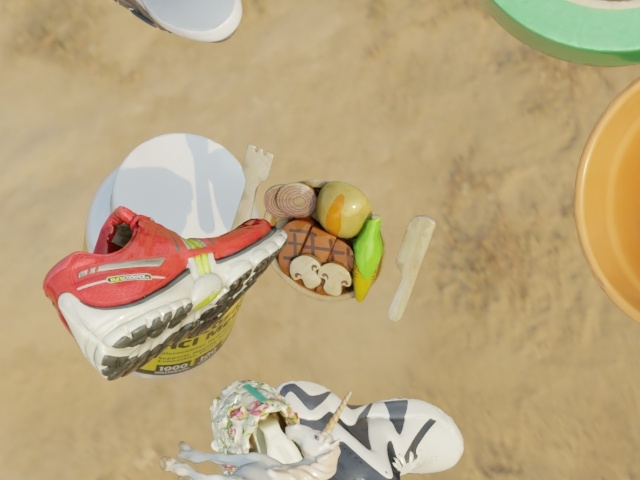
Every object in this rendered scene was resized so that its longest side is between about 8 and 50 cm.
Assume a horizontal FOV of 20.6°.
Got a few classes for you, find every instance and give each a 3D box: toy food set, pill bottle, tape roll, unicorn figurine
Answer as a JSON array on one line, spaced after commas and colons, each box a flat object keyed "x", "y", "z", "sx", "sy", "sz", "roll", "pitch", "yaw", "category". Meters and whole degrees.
[{"x": 0.000, "y": 0.000, "z": 1.627, "sx": 0.192, "sy": 0.132, "sz": 0.038, "roll": 23, "pitch": 30, "yaw": 13, "category": "toy food set"}, {"x": -0.166, "y": 0.017, "z": 1.915, "sx": 0.188, "sy": 0.334, "sz": 0.188, "roll": 4, "pitch": 68, "yaw": -9, "category": "pill bottle"}, {"x": 0.286, "y": -0.335, "z": 1.733, "sx": 0.321, "sy": 0.077, "sz": 0.321, "roll": -1, "pitch": 83, "yaw": 5, "category": "tape roll"}, {"x": -0.050, "y": 0.164, "z": 1.216, "sx": 0.111, "sy": 0.060, "sz": 0.162, "roll": 7, "pitch": 28, "yaw": 11, "category": "unicorn figurine"}]

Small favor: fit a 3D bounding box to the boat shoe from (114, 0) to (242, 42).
[{"x": -0.145, "y": -0.230, "z": 1.645, "sx": 0.228, "sy": 0.076, "sz": 0.080, "roll": 29, "pitch": 74, "yaw": 37, "category": "boat shoe"}]

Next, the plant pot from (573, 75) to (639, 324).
[{"x": 0.434, "y": -0.037, "z": 1.805, "sx": 0.291, "sy": 0.203, "sz": 0.291, "roll": -2, "pitch": 86, "yaw": 33, "category": "plant pot"}]

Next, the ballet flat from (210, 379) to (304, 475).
[{"x": -0.030, "y": 0.230, "z": 1.469, "sx": 0.091, "sy": 0.241, "sz": 0.077, "roll": -28, "pitch": 17, "yaw": -25, "category": "ballet flat"}]

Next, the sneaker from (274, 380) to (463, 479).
[{"x": 0.054, "y": 0.225, "z": 1.658, "sx": 0.094, "sy": 0.235, "sz": 0.153, "roll": -43, "pitch": 45, "yaw": 28, "category": "sneaker"}]

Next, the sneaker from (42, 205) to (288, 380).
[{"x": -0.126, "y": 0.015, "z": 1.465, "sx": 0.118, "sy": 0.279, "sz": 0.107, "roll": 48, "pitch": 119, "yaw": 9, "category": "sneaker"}]
